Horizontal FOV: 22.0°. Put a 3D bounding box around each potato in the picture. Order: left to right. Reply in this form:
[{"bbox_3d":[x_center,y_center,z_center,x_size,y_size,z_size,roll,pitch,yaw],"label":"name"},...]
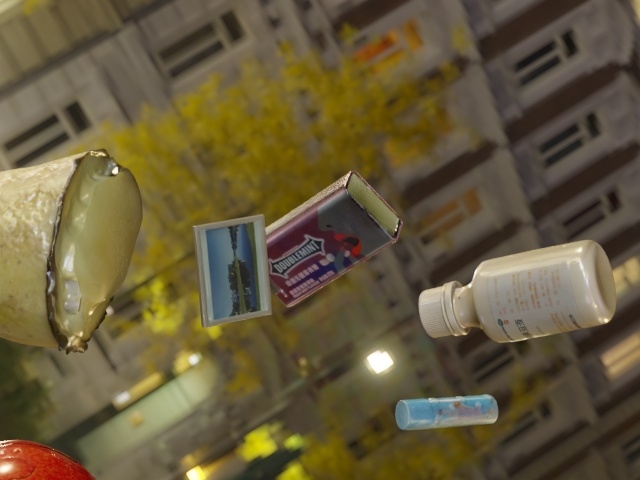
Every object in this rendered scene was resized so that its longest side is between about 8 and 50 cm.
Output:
[{"bbox_3d":[-0.365,0.010,2.048,0.242,0.243,0.285,71,26,-53],"label":"potato"}]

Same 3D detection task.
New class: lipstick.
[{"bbox_3d":[0.196,0.265,2.540,0.048,0.158,0.048,179,-90,-66],"label":"lipstick"}]

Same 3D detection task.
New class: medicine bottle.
[{"bbox_3d":[0.254,0.075,2.165,0.114,0.252,0.114,38,46,-54],"label":"medicine bottle"}]

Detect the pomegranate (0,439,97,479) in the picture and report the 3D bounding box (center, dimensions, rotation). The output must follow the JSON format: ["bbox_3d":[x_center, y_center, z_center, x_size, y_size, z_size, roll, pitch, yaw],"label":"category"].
[{"bbox_3d":[-0.299,0.298,1.543,0.210,0.235,0.210,159,-90,-87],"label":"pomegranate"}]

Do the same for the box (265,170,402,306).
[{"bbox_3d":[0.000,0.000,2.396,0.120,0.224,0.069,44,36,-16],"label":"box"}]

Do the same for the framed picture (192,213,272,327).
[{"bbox_3d":[-0.124,0.043,2.331,0.011,0.109,0.149,23,-59,60],"label":"framed picture"}]
